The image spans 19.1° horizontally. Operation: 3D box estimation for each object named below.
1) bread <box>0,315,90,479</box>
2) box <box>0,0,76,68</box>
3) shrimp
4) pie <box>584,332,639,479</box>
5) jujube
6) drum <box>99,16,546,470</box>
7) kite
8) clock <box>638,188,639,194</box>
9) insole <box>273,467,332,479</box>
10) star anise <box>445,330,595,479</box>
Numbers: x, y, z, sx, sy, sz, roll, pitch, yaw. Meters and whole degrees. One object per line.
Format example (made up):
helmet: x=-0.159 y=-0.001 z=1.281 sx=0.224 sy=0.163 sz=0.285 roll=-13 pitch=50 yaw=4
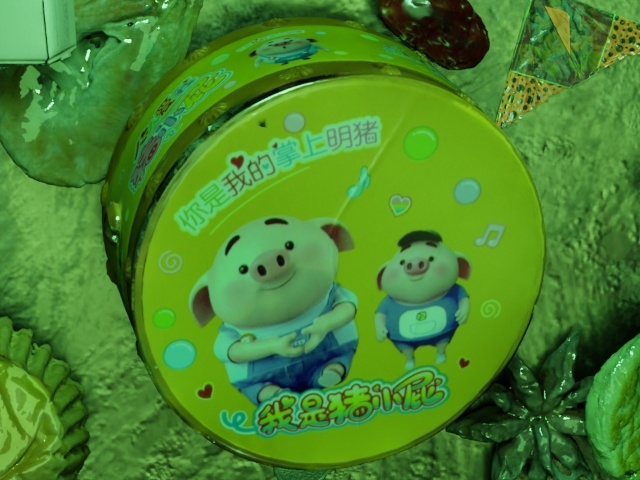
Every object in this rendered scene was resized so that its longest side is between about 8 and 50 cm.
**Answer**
bread: x=-0.374 y=0.210 z=1.955 sx=0.274 sy=0.149 sz=0.274 roll=-1 pitch=98 yaw=-6
box: x=-0.350 y=-0.296 z=1.821 sx=0.203 sy=0.106 sz=0.252 roll=1 pitch=106 yaw=12
shrimp: x=-0.220 y=-0.198 z=1.906 sx=0.168 sy=0.077 sz=0.317 roll=24 pitch=103 yaw=-10
pie: x=0.361 y=0.180 z=2.072 sx=0.187 sy=0.041 sz=0.187 roll=-11 pitch=110 yaw=-33
jujube: x=0.119 y=-0.225 z=1.942 sx=0.129 sy=0.077 sz=0.077 roll=35 pitch=98 yaw=-19
drum: x=0.000 y=0.000 z=1.881 sx=0.431 sy=0.214 sz=0.431 roll=-6 pitch=113 yaw=-14
kite: x=0.250 y=-0.214 z=1.997 sx=0.222 sy=0.008 sz=0.125 roll=-29 pitch=104 yaw=0
clock: x=0.485 y=-0.043 z=2.031 sx=0.253 sy=0.083 sz=0.186 roll=40 pitch=97 yaw=-15
insole: x=0.048 y=0.197 z=2.078 sx=0.232 sy=0.003 sz=0.080 roll=-33 pitch=106 yaw=2
star anise: x=0.232 y=0.191 z=2.070 sx=0.195 sy=0.065 sz=0.182 roll=-10 pitch=106 yaw=-2
